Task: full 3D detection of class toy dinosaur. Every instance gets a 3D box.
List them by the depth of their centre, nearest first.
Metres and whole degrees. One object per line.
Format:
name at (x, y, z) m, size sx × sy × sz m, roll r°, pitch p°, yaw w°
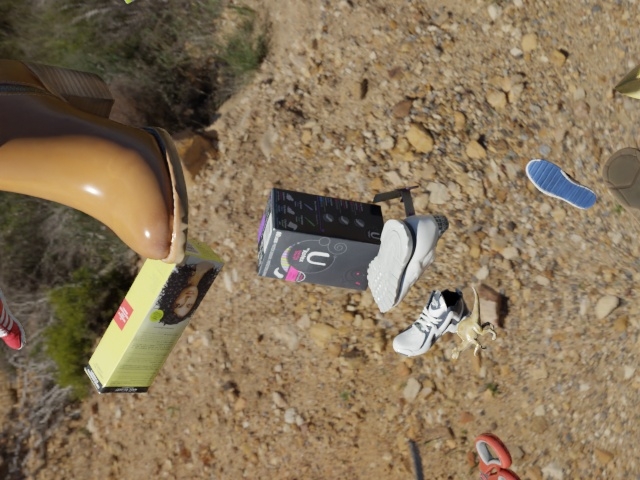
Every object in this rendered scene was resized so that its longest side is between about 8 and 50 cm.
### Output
toy dinosaur at (0.379, 0.211, 1.598) m, size 0.092 × 0.053 × 0.183 m, roll 20°, pitch 89°, yaw -3°

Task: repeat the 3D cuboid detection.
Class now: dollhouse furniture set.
dollhouse furniture set at (0.174, -0.079, 1.579) m, size 0.091 × 0.114 × 0.081 m, roll -1°, pitch 102°, yaw 66°

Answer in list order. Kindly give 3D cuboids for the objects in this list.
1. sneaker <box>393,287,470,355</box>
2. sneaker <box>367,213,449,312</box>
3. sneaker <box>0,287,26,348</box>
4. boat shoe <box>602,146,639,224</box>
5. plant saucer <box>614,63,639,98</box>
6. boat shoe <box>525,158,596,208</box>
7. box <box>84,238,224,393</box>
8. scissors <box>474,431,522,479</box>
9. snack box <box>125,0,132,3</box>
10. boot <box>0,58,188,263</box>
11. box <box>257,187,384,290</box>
sneaker at (0.292, 0.203, 1.754) m, size 0.234 × 0.153 × 0.094 m, roll -21°, pitch 39°, yaw -8°
sneaker at (0.146, 0.043, 1.112) m, size 0.090 × 0.094 × 0.235 m, roll 60°, pitch 154°, yaw 26°
sneaker at (-0.512, 0.132, 1.033) m, size 0.042 × 0.067 × 0.119 m, roll -15°, pitch 109°, yaw 15°
boat shoe at (0.352, -0.012, 0.634) m, size 0.068 × 0.072 × 0.190 m, roll -44°, pitch 51°, yaw 37°
plant saucer at (0.677, -0.257, 0.975) m, size 0.332 × 0.333 × 0.081 m, roll 15°, pitch 87°, yaw -5°
boat shoe at (0.547, -0.133, 1.523) m, size 0.183 × 0.066 × 0.066 m, roll 32°, pitch 107°, yaw -10°
box at (-0.231, 0.105, 0.911) m, size 0.058 × 0.087 × 0.232 m, roll 41°, pitch 106°, yaw 35°
scissors at (0.246, 0.340, 0.981) m, size 0.021 × 0.297 × 0.109 m, roll -28°, pitch 75°, yaw -9°
snack box at (-0.250, -0.486, 1.033) m, size 0.207 × 0.174 × 0.070 m, roll -27°, pitch 81°, yaw -5°
boot at (-0.249, -0.068, 0.532) m, size 0.283 × 0.220 × 0.109 m, roll 51°, pitch 131°, yaw 31°
box at (0.000, 0.000, 1.528) m, size 0.143 × 0.270 × 0.165 m, roll -96°, pitch 20°, yaw -43°
